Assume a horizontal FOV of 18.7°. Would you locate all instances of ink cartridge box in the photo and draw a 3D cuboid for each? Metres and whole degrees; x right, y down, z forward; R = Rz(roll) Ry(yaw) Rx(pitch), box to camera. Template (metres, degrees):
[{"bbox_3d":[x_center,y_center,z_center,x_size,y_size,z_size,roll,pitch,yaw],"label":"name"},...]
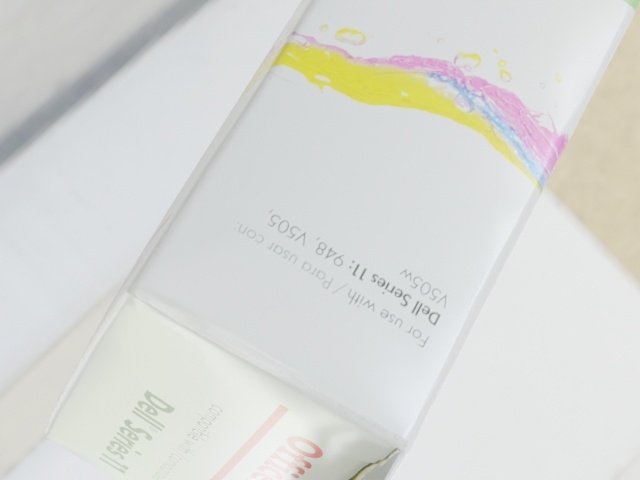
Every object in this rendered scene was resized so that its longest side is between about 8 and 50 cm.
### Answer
[{"bbox_3d":[0.000,0.000,0.799,0.353,0.119,0.207,-60,-176,-27],"label":"ink cartridge box"}]
